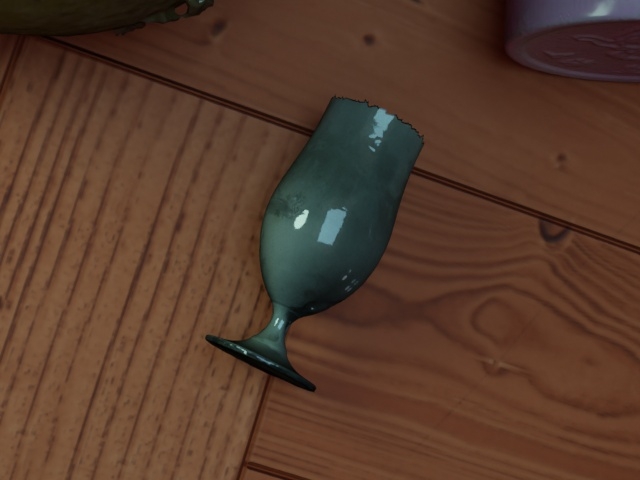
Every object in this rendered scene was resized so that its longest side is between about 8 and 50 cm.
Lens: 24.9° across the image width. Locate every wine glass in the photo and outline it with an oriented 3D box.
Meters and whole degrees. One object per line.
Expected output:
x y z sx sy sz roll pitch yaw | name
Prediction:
0.000 0.000 1.042 0.093 0.093 0.202 27 82 -11 | wine glass

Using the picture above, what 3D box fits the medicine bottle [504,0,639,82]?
0.242 -0.295 1.067 0.212 0.212 0.325 5 85 -14 | medicine bottle

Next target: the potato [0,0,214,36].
-0.204 -0.301 0.925 0.442 0.319 0.385 6 41 -8 | potato
